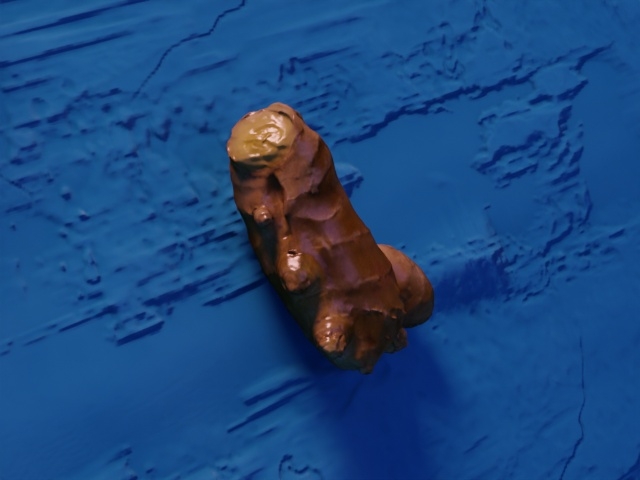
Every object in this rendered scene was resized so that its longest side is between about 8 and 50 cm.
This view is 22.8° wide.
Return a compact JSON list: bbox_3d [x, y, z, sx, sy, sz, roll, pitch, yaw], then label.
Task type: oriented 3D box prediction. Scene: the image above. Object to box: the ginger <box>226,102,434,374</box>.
[{"bbox_3d":[-0.001,0.014,1.042,0.205,0.081,0.115,47,64,-26],"label":"ginger"}]
